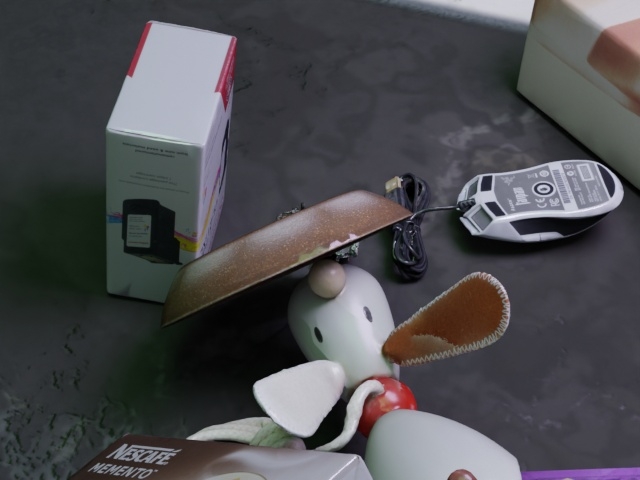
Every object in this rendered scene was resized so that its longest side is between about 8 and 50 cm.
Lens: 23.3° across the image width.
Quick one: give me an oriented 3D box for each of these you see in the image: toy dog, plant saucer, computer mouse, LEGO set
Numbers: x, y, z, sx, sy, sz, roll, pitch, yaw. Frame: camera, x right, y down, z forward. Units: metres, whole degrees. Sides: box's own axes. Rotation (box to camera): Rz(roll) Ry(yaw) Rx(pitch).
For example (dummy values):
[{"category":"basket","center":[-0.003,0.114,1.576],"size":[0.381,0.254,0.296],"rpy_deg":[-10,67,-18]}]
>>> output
[{"category":"toy dog","center":[0.049,0.118,0.971],"size":[0.220,0.161,0.333],"rpy_deg":[-40,50,-21]},{"category":"plant saucer","center":[-0.030,0.008,1.110],"size":[0.198,0.198,0.036],"rpy_deg":[-23,87,-24]},{"category":"computer mouse","center":[0.148,-0.020,1.247],"size":[0.193,0.042,0.106],"rpy_deg":[-6,42,-2]},{"category":"LEGO set","center":[0.001,-0.001,1.234],"size":[0.054,0.023,0.083],"rpy_deg":[-14,35,-19]}]

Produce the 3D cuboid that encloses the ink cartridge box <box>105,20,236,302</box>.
[{"category":"ink cartridge box","center":[-0.113,-0.055,1.169],"size":[0.072,0.175,0.127],"rpy_deg":[10,47,2]}]

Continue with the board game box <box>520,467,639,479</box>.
[{"category":"board game box","center":[0.198,0.292,0.945],"size":[0.208,0.056,0.347],"rpy_deg":[-4,46,-1]}]

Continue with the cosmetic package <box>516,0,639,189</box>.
[{"category":"cosmetic package","center":[0.322,-0.118,1.289],"size":[0.153,0.129,0.296],"rpy_deg":[-27,54,-28]}]

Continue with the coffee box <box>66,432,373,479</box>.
[{"category":"coffee box","center":[-0.078,0.194,0.893],"size":[0.141,0.098,0.246],"rpy_deg":[-36,18,-32]}]
